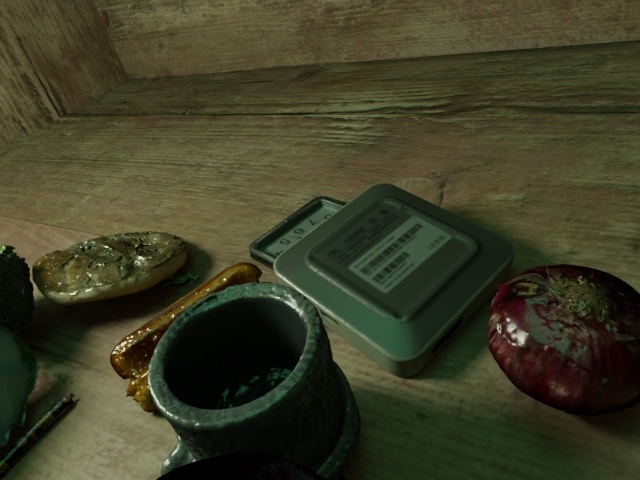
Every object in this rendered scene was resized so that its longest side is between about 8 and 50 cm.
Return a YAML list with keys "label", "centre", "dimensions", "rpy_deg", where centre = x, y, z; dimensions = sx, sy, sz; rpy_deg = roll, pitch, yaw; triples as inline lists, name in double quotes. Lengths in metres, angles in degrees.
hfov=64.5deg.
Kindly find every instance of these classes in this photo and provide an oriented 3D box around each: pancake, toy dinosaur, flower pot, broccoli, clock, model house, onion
- label: "pancake"
  centre: [-0.526, 0.058, 1.289]
  dimensions: [0.386, 0.082, 0.387]
  rpy_deg: [-3, 20, 1]
- label: "toy dinosaur"
  centre: [-0.342, 0.100, 1.259]
  dimensions: [0.062, 0.021, 0.083]
  rpy_deg: [14, 42, 18]
- label: "flower pot"
  centre: [-0.101, 0.246, 0.730]
  dimensions: [0.298, 0.283, 0.299]
  rpy_deg: [-10, 38, 8]
- label: "broccoli"
  centre: [-0.852, 0.124, 1.150]
  dimensions: [0.396, 0.353, 0.275]
  rpy_deg: [-6, 55, 11]
- label: "clock"
  centre: [0.000, 0.001, 1.230]
  dimensions: [0.273, 0.049, 0.278]
  rpy_deg: [-38, 41, -28]
- label: "model house"
  centre: [-0.730, 0.290, 0.950]
  dimensions: [0.240, 0.261, 0.226]
  rpy_deg: [-24, 52, 16]
- label: "onion"
  centre: [0.373, 0.144, 0.757]
  dimensions: [0.246, 0.190, 0.247]
  rpy_deg: [1, 48, -1]

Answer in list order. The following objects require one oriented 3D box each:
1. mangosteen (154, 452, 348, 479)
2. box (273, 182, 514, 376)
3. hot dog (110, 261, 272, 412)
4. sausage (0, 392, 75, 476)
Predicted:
- label: "mangosteen"
  centre: [-0.087, 0.408, 0.425]
  dimensions: [0.435, 0.382, 0.382]
  rpy_deg: [-42, 41, -20]
- label: "box"
  centre: [0.142, 0.048, 1.025]
  dimensions: [0.373, 0.091, 0.367]
  rpy_deg: [32, 55, 34]
- label: "hot dog"
  centre: [-0.238, 0.186, 1.010]
  dimensions: [0.348, 0.117, 0.158]
  rpy_deg: [-37, 66, -17]
- label: "sausage"
  centre: [-0.544, 0.369, 0.958]
  dimensions: [0.028, 0.025, 0.198]
  rpy_deg: [6, 41, 33]
